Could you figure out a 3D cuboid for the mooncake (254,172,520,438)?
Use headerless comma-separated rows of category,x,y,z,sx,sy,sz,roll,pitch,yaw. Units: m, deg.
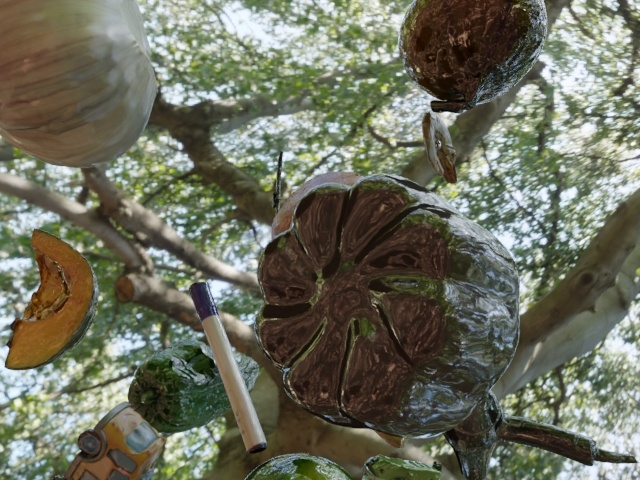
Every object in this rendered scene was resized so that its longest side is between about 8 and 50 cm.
mooncake,0.059,0.066,0.749,0.306,0.154,0.306,-20,-120,38

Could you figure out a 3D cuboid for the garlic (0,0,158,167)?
garlic,-0.370,-0.252,0.964,0.317,0.259,0.317,164,-90,-79

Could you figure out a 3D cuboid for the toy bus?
toy bus,-0.373,0.405,1.214,0.136,0.126,0.209,34,-79,6

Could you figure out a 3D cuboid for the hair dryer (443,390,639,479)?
hair dryer,0.304,0.300,0.963,0.271,0.091,0.235,11,-42,26

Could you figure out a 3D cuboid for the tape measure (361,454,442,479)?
tape measure,0.163,0.543,1.473,0.087,0.177,0.154,175,-70,-75

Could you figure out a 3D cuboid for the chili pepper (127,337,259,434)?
chili pepper,-0.285,0.323,1.611,0.167,0.385,0.213,-31,-101,22

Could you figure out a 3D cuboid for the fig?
fig,0.246,-0.316,1.086,0.235,0.235,0.214,-53,-136,31

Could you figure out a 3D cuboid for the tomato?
tomato,0.001,0.001,1.450,0.309,0.170,0.309,5,-77,21

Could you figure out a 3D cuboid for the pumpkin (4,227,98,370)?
pumpkin,-0.481,0.120,1.318,0.169,0.148,0.312,-11,-121,9

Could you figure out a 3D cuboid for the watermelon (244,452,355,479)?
watermelon,-0.033,0.474,1.110,0.242,0.242,0.242,9,-74,32

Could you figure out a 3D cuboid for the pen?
pen,-0.137,0.179,0.986,0.033,0.033,0.269,-44,-122,33

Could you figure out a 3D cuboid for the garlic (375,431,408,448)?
garlic,0.185,0.351,1.606,0.217,0.110,0.228,-38,-69,5

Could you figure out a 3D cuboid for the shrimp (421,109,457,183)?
shrimp,0.211,-0.151,1.185,0.045,0.095,0.162,-17,-56,17

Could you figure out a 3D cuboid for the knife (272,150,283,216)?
knife,-0.105,-0.112,1.641,0.045,0.021,0.222,118,-24,-63
